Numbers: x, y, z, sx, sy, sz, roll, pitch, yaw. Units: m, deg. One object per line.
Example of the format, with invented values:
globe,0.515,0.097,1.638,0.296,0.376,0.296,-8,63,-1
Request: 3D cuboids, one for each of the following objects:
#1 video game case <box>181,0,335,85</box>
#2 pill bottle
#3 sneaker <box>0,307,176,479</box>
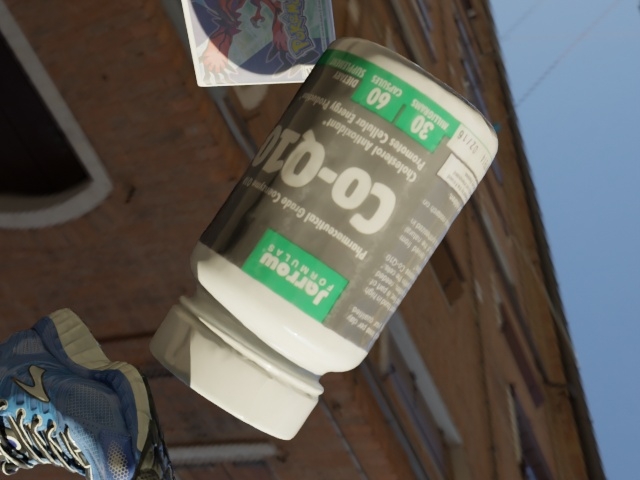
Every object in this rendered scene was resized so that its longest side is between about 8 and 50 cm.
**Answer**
video game case,-0.078,-0.285,1.257,0.183,0.201,0.023,-1,-146,11
pill bottle,0.000,0.000,1.023,0.361,0.204,0.204,-57,-149,-3
sneaker,-0.236,0.172,0.933,0.147,0.130,0.330,-23,-155,-27
